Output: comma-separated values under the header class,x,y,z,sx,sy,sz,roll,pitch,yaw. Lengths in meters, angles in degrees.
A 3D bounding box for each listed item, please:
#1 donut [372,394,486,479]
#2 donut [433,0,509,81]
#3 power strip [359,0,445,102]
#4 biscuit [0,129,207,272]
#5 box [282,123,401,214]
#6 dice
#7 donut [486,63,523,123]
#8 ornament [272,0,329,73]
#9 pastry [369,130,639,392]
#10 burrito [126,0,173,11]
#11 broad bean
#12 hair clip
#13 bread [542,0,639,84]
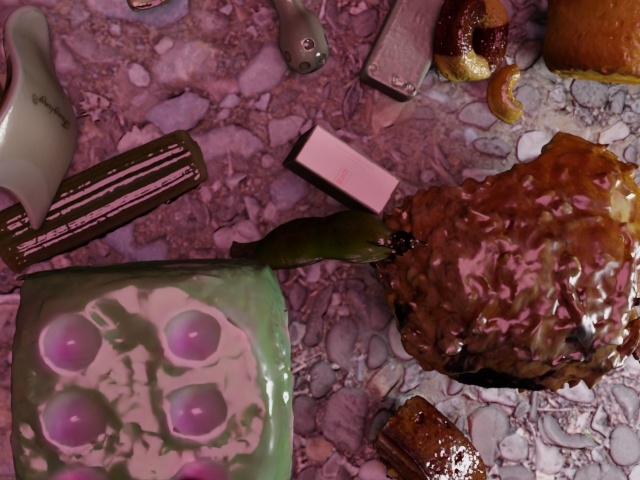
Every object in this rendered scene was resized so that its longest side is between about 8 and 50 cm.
class,x,y,z,sx,sy,sz,roll,pitch,yaw
donut,0.175,0.337,1.141,0.186,0.144,0.126,36,63,17
donut,0.232,-0.308,1.149,0.140,0.059,0.140,-12,110,-34
power strip,0.158,-0.358,1.164,0.093,0.053,0.288,26,86,-9
biscuit,-0.317,-0.059,1.100,0.322,0.038,0.099,-26,92,-8
box,0.024,-0.096,1.071,0.141,0.201,0.058,32,90,-7
dice,-0.206,0.187,0.974,0.318,0.330,0.322,-3,90,-11
donut,0.299,-0.235,1.197,0.067,0.038,0.083,32,88,-5
ornament,-0.036,-0.324,1.126,0.075,0.081,0.156,-22,91,25
pastry,0.285,0.056,1.070,0.405,0.292,0.337,-22,83,-10
burrito,-0.143,-0.458,1.092,0.348,0.107,0.175,-28,110,-6
broad bean,0.000,0.000,1.041,0.061,0.339,0.077,33,62,-39
hair clip,-0.401,-0.178,1.024,0.113,0.172,0.282,-19,70,4
bread,0.466,-0.307,1.104,0.312,0.312,0.172,8,101,-9
